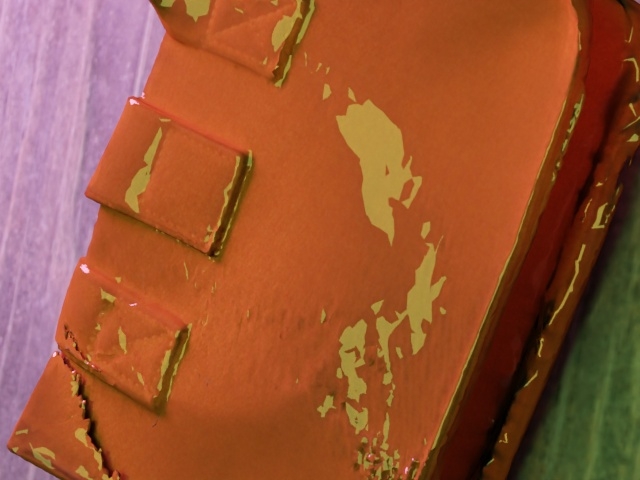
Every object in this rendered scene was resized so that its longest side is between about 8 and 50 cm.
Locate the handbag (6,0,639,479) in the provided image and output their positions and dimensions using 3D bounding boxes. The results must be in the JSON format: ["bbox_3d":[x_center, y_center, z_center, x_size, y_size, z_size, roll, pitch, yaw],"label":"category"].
[{"bbox_3d":[0.000,0.000,1.105,0.303,0.116,0.410,26,102,29],"label":"handbag"}]
